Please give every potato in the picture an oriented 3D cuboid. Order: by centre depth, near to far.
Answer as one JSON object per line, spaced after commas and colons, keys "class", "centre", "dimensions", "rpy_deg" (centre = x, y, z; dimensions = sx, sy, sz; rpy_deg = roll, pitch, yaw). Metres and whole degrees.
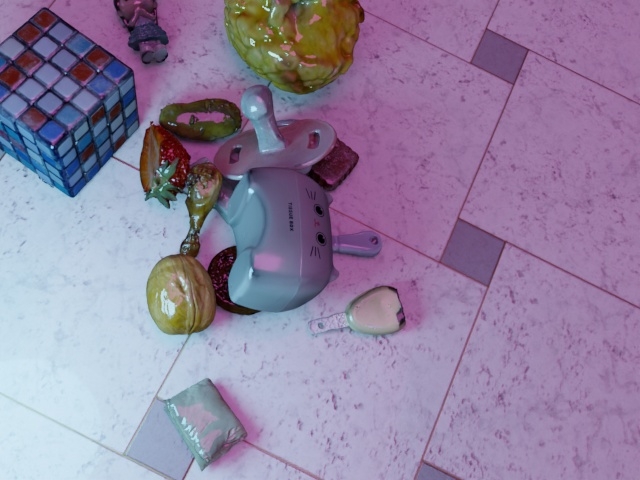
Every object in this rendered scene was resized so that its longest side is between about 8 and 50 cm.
{"class": "potato", "centre": [-0.322, -0.327, 1.986], "dimensions": [0.225, 0.090, 0.118], "rpy_deg": [-4, 70, -13]}

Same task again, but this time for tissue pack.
{"class": "tissue pack", "centre": [-0.093, 0.000, 1.785], "dimensions": [0.235, 0.229, 0.333], "rpy_deg": [8, 61, -22]}

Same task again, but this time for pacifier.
{"class": "pacifier", "centre": [-0.124, -0.257, 1.903], "dimensions": [0.331, 0.273, 0.221], "rpy_deg": [-9, 74, 10]}

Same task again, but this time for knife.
{"class": "knife", "centre": [0.000, -0.002, 1.946], "dimensions": [0.331, 0.044, 0.080], "rpy_deg": [3, 62, -8]}

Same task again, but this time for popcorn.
{"class": "popcorn", "centre": [-0.079, -0.603, 2.018], "dimensions": [0.344, 0.353, 0.390], "rpy_deg": [-37, 122, -41]}

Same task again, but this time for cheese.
{"class": "cheese", "centre": [0.090, 0.195, 1.882], "dimensions": [0.251, 0.054, 0.127], "rpy_deg": [-12, 72, -13]}

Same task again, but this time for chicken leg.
{"class": "chicken leg", "centre": [-0.307, -0.074, 1.858], "dimensions": [0.087, 0.107, 0.252], "rpy_deg": [14, 98, 3]}

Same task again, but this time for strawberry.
{"class": "strawberry", "centre": [-0.408, -0.200, 1.915], "dimensions": [0.097, 0.175, 0.228], "rpy_deg": [10, 29, -33]}

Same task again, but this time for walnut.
{"class": "walnut", "centre": [-0.337, 0.132, 1.775], "dimensions": [0.165, 0.165, 0.197], "rpy_deg": [-18, 74, -16]}

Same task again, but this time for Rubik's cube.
{"class": "Rubik's cube", "centre": [-0.650, -0.333, 1.825], "dimensions": [0.291, 0.287, 0.293], "rpy_deg": [37, 67, 4]}

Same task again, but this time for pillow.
{"class": "pillow", "centre": [-0.272, 0.421, 1.721], "dimensions": [0.134, 0.078, 0.181], "rpy_deg": [-32, 75, -22]}

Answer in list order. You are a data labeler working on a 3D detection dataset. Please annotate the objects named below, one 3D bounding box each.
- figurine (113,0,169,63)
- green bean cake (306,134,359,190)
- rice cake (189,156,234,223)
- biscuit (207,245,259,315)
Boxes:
{"class": "figurine", "centre": [-0.490, -0.613, 2.061], "dimensions": [0.137, 0.110, 0.246], "rpy_deg": [-15, 76, -25]}
{"class": "green bean cake", "centre": [0.021, -0.216, 2.023], "dimensions": [0.135, 0.056, 0.135], "rpy_deg": [40, 66, 6]}
{"class": "rice cake", "centre": [-0.268, -0.130, 1.936], "dimensions": [0.069, 0.063, 0.206], "rpy_deg": [-38, 81, -24]}
{"class": "biscuit", "centre": [-0.197, 0.101, 1.870], "dimensions": [0.191, 0.049, 0.192], "rpy_deg": [4, 62, -7]}
